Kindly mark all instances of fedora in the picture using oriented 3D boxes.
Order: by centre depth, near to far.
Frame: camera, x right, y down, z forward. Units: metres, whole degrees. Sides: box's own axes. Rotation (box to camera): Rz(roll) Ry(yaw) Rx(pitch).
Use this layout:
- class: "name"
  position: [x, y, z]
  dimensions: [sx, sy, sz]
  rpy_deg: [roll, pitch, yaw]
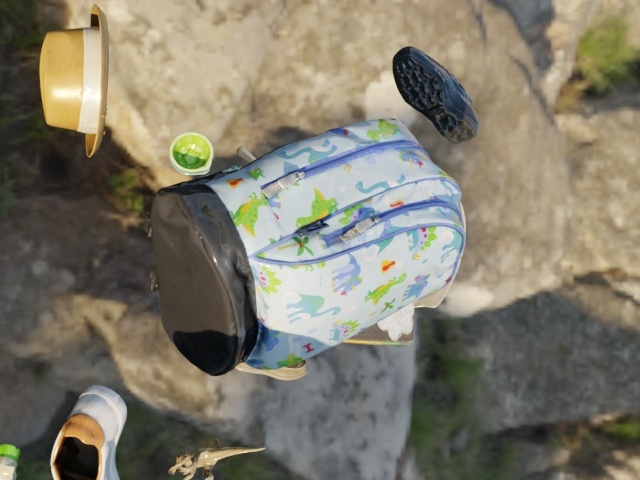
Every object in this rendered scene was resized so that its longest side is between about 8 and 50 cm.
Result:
- class: "fedora"
  position: [-0.314, -0.204, 1.523]
  dimensions: [0.194, 0.079, 0.194]
  rpy_deg: [-178, -90, -73]

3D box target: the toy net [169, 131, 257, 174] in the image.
- class: "toy net"
  position: [-0.120, -0.099, 1.870]
  dimensions: [0.045, 0.232, 0.122]
  rpy_deg: [108, -15, -67]

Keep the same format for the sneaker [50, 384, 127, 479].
- class: "sneaker"
  position: [-0.358, 0.351, 1.757]
  dimensions: [0.123, 0.106, 0.290]
  rpy_deg: [-59, 163, -54]

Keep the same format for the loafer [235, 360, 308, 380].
- class: "loafer"
  position: [-0.091, 0.225, 2.253]
  dimensions: [0.056, 0.148, 0.050]
  rpy_deg: [-113, -146, -58]

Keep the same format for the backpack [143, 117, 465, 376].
- class: "backpack"
  position: [0.000, 0.000, 1.449]
  dimensions: [0.355, 0.273, 0.290]
  rpy_deg: [-37, 152, -31]

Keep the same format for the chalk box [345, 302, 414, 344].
- class: "chalk box"
  position: [0.007, 0.095, 2.175]
  dimensions: [0.289, 0.179, 0.180]
  rpy_deg: [7, 82, -33]

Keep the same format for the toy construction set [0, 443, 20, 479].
- class: "toy construction set"
  position: [-0.544, 0.336, 1.631]
  dimensions: [0.215, 0.327, 0.151]
  rpy_deg: [104, -16, -60]

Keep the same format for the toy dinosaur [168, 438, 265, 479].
- class: "toy dinosaur"
  position: [-0.185, 0.351, 1.928]
  dimensions: [0.053, 0.183, 0.092]
  rpy_deg: [59, 39, -22]

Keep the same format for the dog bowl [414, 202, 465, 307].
- class: "dog bowl"
  position: [0.157, 0.026, 2.533]
  dimensions: [0.349, 0.102, 0.349]
  rpy_deg: [-24, 126, -38]

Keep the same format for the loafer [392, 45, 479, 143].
- class: "loafer"
  position: [0.177, -0.235, 1.875]
  dimensions: [0.223, 0.076, 0.078]
  rpy_deg: [41, 38, -44]
